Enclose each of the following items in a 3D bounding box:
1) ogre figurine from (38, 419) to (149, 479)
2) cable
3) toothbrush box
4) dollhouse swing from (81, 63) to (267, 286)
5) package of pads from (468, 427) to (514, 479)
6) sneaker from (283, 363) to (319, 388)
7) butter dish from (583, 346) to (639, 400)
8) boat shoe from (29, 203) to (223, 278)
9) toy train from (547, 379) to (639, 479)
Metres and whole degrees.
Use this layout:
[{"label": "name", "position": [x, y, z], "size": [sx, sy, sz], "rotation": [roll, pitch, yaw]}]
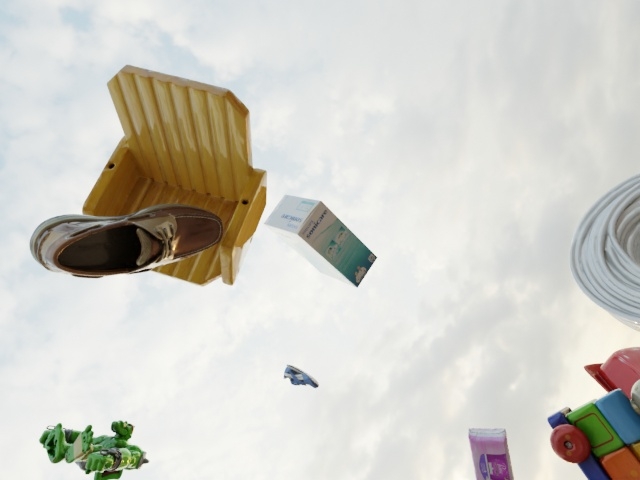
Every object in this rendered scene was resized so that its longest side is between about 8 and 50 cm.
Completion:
[{"label": "ogre figurine", "position": [-0.379, 0.355, 0.713], "size": [0.118, 0.197, 0.096], "rotation": [40, -145, -46]}, {"label": "cable", "position": [0.485, 0.010, 0.566], "size": [0.089, 0.257, 0.257], "rotation": [32, -113, -34]}, {"label": "toothbrush box", "position": [0.000, 0.000, 1.320], "size": [0.295, 0.216, 0.126], "rotation": [41, -103, -32]}, {"label": "dollhouse swing", "position": [-0.318, -0.118, 0.878], "size": [0.305, 0.347, 0.315], "rotation": [93, -166, -67]}, {"label": "package of pads", "position": [0.237, 0.302, 0.584], "size": [0.032, 0.050, 0.083], "rotation": [-27, -74, -64]}, {"label": "sneaker", "position": [-0.071, 0.496, 1.504], "size": [0.059, 0.144, 0.053], "rotation": [-62, -27, -12]}, {"label": "butter dish", "position": [0.621, 0.249, 0.786], "size": [0.160, 0.160, 0.118], "rotation": [1, -66, -10]}, {"label": "boat shoe", "position": [-0.313, 0.008, 0.747], "size": [0.324, 0.116, 0.123], "rotation": [-14, -67, -39]}, {"label": "toy train", "position": [0.388, 0.281, 0.457], "size": [0.143, 0.248, 0.105], "rotation": [-44, -35, 25]}]
